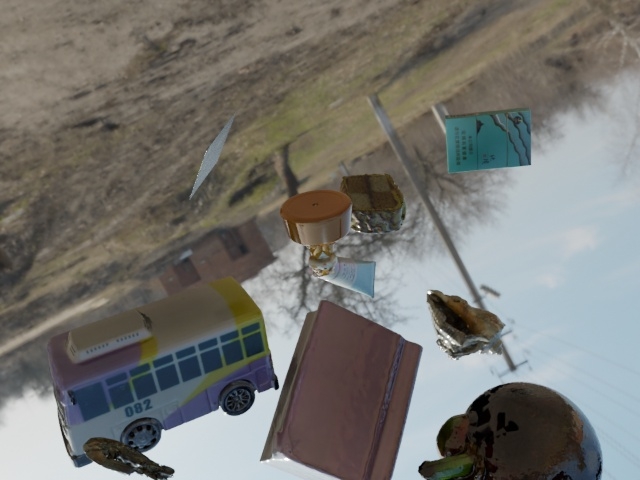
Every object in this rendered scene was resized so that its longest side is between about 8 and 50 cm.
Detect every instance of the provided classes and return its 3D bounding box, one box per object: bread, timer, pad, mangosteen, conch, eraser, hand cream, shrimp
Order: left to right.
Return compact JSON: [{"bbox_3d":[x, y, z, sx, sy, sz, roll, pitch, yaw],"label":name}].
[{"bbox_3d":[-0.325,0.374,1.220,0.091,0.161,0.034,-36,146,-80],"label":"shrimp"},{"bbox_3d":[-0.226,-0.176,1.521,0.127,0.004,0.190,-61,-176,-35],"label":"pad"},{"bbox_3d":[0.000,0.000,1.349,0.132,0.152,0.132,-6,-152,3],"label":"timer"},{"bbox_3d":[0.053,0.346,1.576,0.122,0.272,0.359,-44,-158,55],"label":"eraser"},{"bbox_3d":[0.077,0.089,2.058,0.070,0.111,0.312,-3,167,31],"label":"hand cream"},{"bbox_3d":[0.154,-0.113,2.175,0.181,0.096,0.222,-5,-143,-7],"label":"bread"},{"bbox_3d":[0.352,0.211,1.839,0.163,0.245,0.178,-46,162,0],"label":"conch"},{"bbox_3d":[0.381,0.428,1.456,0.360,0.306,0.306,18,166,-19],"label":"mangosteen"}]

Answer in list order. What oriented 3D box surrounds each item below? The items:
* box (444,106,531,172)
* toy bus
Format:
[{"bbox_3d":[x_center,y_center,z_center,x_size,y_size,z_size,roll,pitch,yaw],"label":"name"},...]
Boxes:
[{"bbox_3d":[0.463,-0.276,2.013,0.229,0.162,0.041,-4,-154,7],"label":"box"},{"bbox_3d":[-0.333,0.256,1.501,0.440,0.249,0.209,-19,-150,-20],"label":"toy bus"}]
